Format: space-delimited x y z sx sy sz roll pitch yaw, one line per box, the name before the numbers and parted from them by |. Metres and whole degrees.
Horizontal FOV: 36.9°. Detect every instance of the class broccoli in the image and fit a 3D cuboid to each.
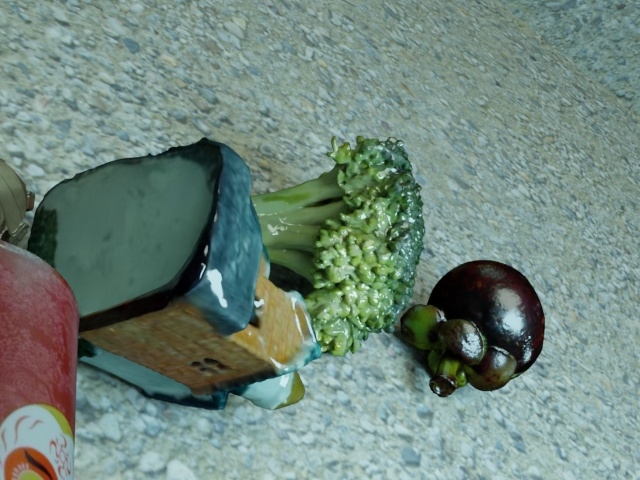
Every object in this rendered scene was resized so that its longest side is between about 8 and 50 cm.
broccoli | 0.000 0.000 1.154 0.243 0.263 0.247 3 12 -14

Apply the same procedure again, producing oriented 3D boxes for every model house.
model house | -0.109 0.067 0.915 0.291 0.253 0.184 43 42 -39

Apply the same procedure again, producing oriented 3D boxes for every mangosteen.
mangosteen | 0.199 0.108 1.241 0.184 0.172 0.172 -3 54 -24

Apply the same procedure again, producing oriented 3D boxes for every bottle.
bottle | -0.331 -0.030 0.886 0.099 0.099 0.152 50 33 8

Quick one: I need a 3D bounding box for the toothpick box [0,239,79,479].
toothpick box | -0.266 0.180 0.636 0.204 0.204 0.333 21 41 -31
